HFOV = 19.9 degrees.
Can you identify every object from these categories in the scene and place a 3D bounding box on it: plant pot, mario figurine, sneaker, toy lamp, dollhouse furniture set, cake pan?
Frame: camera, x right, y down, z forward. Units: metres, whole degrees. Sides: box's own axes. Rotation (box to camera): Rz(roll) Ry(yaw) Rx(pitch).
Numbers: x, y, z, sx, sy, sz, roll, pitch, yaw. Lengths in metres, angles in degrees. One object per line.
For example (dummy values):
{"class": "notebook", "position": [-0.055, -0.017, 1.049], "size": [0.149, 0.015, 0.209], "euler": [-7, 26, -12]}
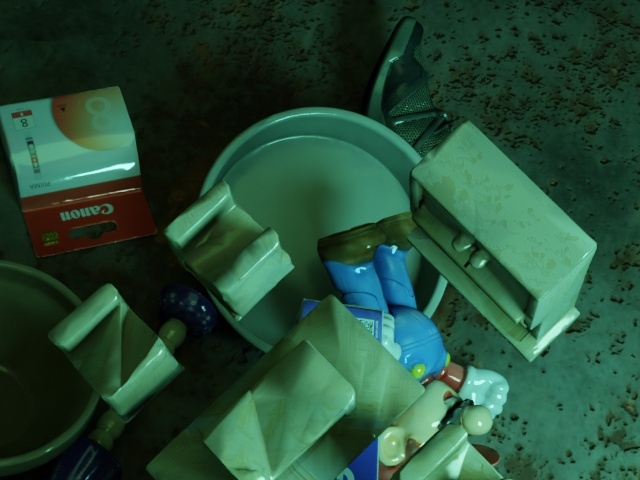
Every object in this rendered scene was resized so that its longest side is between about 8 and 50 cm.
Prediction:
{"class": "plant pot", "position": [-0.340, 0.146, 1.846], "size": [0.237, 0.110, 0.237], "euler": [6, 54, -9]}
{"class": "mario figurine", "position": [0.117, 0.129, 1.909], "size": [0.198, 0.170, 0.321], "euler": [-18, 92, -21]}
{"class": "sneaker", "position": [0.114, -0.152, 2.152], "size": [0.130, 0.087, 0.228], "euler": [16, 62, -8]}
{"class": "toy lamp", "position": [-0.202, 0.167, 1.896], "size": [0.080, 0.080, 0.275], "euler": [29, 59, 2]}
{"class": "dollhouse furniture set", "position": [0.037, 0.112, 1.601], "size": [0.394, 0.256, 0.362], "euler": [-43, 77, -7]}
{"class": "cake pan", "position": [0.000, 0.000, 2.014], "size": [0.293, 0.054, 0.293], "euler": [3, 78, -14]}

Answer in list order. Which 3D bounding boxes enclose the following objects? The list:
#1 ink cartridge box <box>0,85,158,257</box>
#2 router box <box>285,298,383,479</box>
{"class": "ink cartridge box", "position": [-0.271, -0.079, 2.032], "size": [0.145, 0.045, 0.179], "euler": [-12, 63, -20]}
{"class": "router box", "position": [-0.019, 0.273, 1.758], "size": [0.082, 0.301, 0.336], "euler": [9, 61, -10]}
